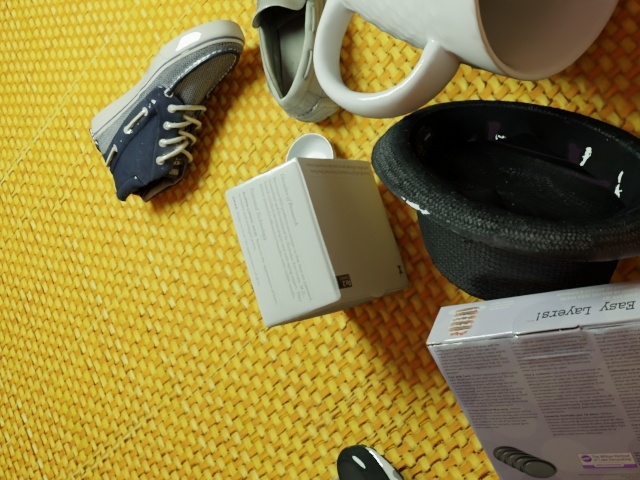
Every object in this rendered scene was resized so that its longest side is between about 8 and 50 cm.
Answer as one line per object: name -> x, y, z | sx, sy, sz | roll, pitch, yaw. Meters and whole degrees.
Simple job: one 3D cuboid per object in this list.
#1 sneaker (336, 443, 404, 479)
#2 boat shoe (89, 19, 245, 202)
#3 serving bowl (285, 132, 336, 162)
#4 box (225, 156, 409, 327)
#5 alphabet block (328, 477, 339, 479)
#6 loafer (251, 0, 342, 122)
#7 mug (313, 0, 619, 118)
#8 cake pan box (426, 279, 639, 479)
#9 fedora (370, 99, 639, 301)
sneaker -> 0.060, 0.383, 0.958 | 0.283, 0.124, 0.107 | 67, 150, 24
boat shoe -> -0.221, -0.188, 1.272 | 0.340, 0.127, 0.158 | -32, 73, 37
serving bowl -> -0.009, -0.109, 1.154 | 0.083, 0.027, 0.083 | -5, 82, 35
box -> 0.000, 0.000, 1.025 | 0.119, 0.181, 0.182 | -22, 81, 31
alphabet block -> -0.066, 0.427, 1.023 | 0.192, 0.193, 0.197 | -27, 69, 32
loafer -> -0.042, -0.324, 1.154 | 0.112, 0.111, 0.319 | -22, 72, 31
mug -> 0.122, -0.314, 0.931 | 0.328, 0.276, 0.374 | 32, 95, 43
cake pan box -> 0.272, 0.158, 0.806 | 0.267, 0.245, 0.070 | -13, 32, 35
fedora -> 0.213, -0.028, 0.882 | 0.334, 0.334, 0.152 | 28, 133, 35
